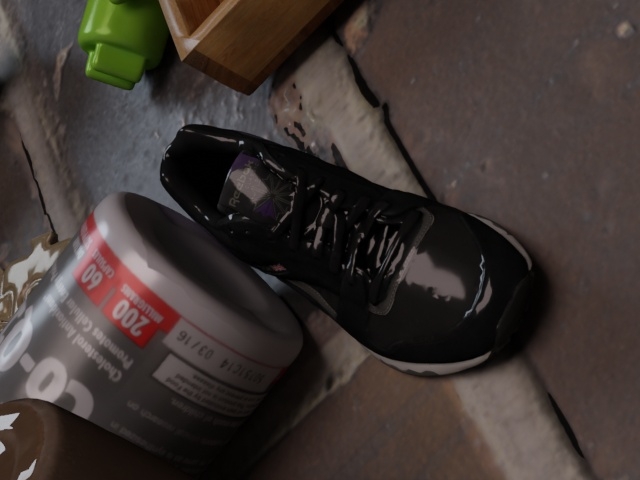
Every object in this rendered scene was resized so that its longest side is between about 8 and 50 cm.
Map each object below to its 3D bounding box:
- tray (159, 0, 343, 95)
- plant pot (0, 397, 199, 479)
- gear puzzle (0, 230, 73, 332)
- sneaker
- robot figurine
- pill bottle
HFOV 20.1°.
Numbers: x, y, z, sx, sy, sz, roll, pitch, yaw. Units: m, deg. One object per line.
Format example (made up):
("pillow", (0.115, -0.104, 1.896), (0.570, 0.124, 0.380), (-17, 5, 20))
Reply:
("tray", (-0.062, -0.317, 1.361), (0.203, 0.076, 0.411), (-44, 43, 22))
("plant pot", (-0.129, 0.215, 0.997), (0.263, 0.229, 0.263), (-32, 29, 20))
("gear puzzle", (-0.224, 0.088, 1.358), (0.339, 0.044, 0.175), (-21, 55, 33))
("sneaker", (0.000, 0.000, 1.113), (0.283, 0.124, 0.107), (22, 87, 47))
("robot figurine", (-0.146, -0.176, 1.386), (0.101, 0.067, 0.115), (153, 133, -71))
("pill bottle", (-0.156, 0.123, 1.173), (0.283, 0.161, 0.161), (-51, 44, 10))
